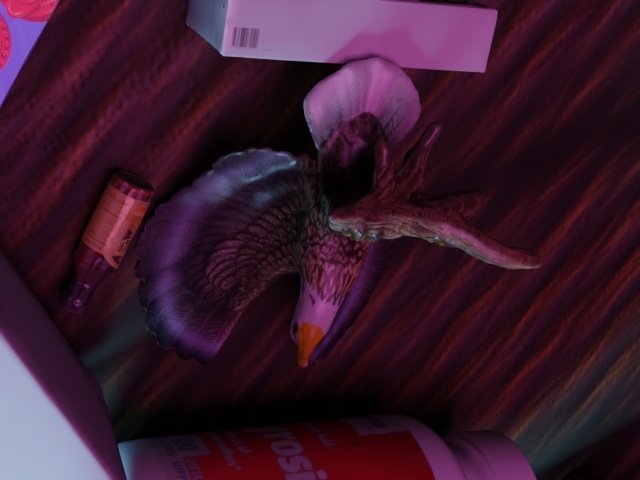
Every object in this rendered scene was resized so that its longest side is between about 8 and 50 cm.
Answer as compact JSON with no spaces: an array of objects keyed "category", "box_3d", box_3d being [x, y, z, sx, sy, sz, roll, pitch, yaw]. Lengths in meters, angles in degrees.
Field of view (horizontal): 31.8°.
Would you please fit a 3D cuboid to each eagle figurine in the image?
[{"category":"eagle figurine","box_3d":[-0.006,0.009,0.964,0.225,0.298,0.226,-43,100,-29]}]

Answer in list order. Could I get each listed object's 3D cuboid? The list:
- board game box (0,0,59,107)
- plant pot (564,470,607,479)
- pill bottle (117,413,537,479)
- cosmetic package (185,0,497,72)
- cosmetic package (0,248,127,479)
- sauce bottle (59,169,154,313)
[{"category":"board game box","box_3d":[-0.282,-0.289,0.736,0.308,0.086,0.302,26,101,-27]},{"category":"plant pot","box_3d":[0.329,0.433,1.295,0.267,0.236,0.267,-39,124,-4]},{"category":"pill bottle","box_3d":[0.001,0.288,1.078,0.408,0.229,0.229,-2,114,-24]},{"category":"cosmetic package","box_3d":[0.018,-0.187,0.935,0.239,0.099,0.060,-1,112,-25]},{"category":"cosmetic package","box_3d":[-0.315,0.100,0.831,0.217,0.156,0.385,-27,135,-3]},{"category":"sauce bottle","box_3d":[-0.187,0.003,0.967,0.042,0.042,0.128,20,106,-31]}]
